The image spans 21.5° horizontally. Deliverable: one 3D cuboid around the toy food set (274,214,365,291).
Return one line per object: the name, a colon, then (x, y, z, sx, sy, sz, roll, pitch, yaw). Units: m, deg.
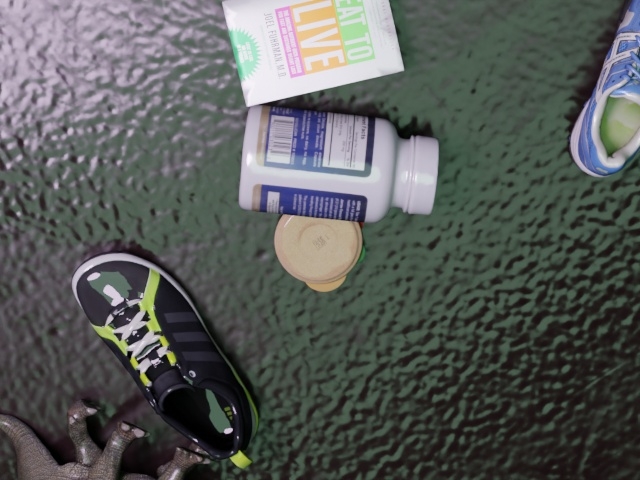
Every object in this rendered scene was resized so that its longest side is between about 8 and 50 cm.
toy food set: (0.000, 0.000, 1.531, 0.083, 0.020, 0.082, 36, 100, -6)

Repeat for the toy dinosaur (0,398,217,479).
toy dinosaur: (-0.187, 0.245, 1.538, 0.313, 0.121, 0.160, 21, 88, -8)

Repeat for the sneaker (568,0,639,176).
sneaker: (0.286, -0.148, 1.464, 0.080, 0.081, 0.211, 20, 100, -2)

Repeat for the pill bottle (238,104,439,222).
pill bottle: (0.016, -0.065, 1.479, 0.169, 0.094, 0.094, 6, 102, -1)

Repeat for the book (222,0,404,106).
book: (-0.006, -0.181, 1.489, 0.144, 0.035, 0.096, -13, 98, 5)

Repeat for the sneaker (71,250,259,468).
sneaker: (-0.133, 0.106, 1.517, 0.084, 0.097, 0.234, -41, 99, 8)
